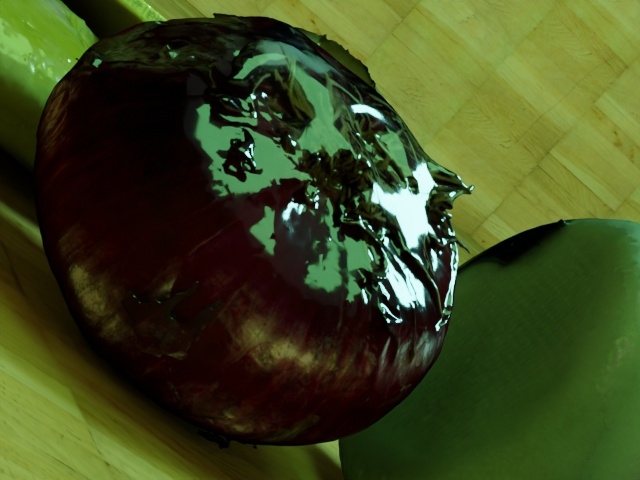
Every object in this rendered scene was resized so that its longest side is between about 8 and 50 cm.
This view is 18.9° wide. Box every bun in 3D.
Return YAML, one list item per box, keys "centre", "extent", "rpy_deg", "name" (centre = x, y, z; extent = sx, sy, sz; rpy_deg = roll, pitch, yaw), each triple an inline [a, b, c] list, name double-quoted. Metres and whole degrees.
- centre: [0.165, 0.131, 1.360]
  extent: [0.187, 0.293, 0.293]
  rpy_deg: [45, 5, -25]
  name: "bun"

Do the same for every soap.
- centre: [-0.251, -0.153, 1.422]
  extent: [0.427, 0.115, 0.306]
  rpy_deg: [39, 8, -30]
  name: "soap"

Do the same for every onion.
- centre: [-0.058, -0.003, 1.243]
  extent: [0.314, 0.232, 0.314]
  rpy_deg: [34, 35, -28]
  name: "onion"

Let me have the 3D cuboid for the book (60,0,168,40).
- centre: [-0.254, -0.206, 1.586]
  extent: [0.374, 0.028, 0.262]
  rpy_deg: [39, -22, -32]
  name: "book"

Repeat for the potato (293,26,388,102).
- centre: [0.002, -0.037, 1.780]
  extent: [0.242, 0.242, 0.285]
  rpy_deg: [35, 14, -48]
  name: "potato"
